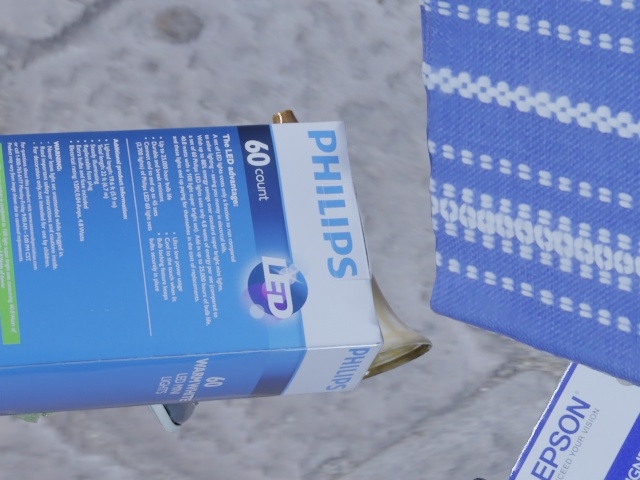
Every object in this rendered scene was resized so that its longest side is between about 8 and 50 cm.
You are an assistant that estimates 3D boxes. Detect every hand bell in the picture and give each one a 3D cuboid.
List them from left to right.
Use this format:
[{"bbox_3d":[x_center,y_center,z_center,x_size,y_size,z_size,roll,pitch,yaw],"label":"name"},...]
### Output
[{"bbox_3d":[0.000,0.000,1.734,0.126,0.126,0.242,-22,78,14],"label":"hand bell"}]

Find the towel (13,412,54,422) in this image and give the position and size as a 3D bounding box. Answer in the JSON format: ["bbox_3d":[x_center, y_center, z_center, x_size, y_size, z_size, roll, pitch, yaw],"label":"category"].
[{"bbox_3d":[-0.295,0.113,1.801,0.148,0.027,0.110,19,133,-20],"label":"towel"}]

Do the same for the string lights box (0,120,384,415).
[{"bbox_3d":[-0.108,0.015,1.033,0.260,0.077,0.133,-2,66,-14],"label":"string lights box"}]

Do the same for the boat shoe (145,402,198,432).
[{"bbox_3d":[-0.132,0.061,1.515,0.079,0.254,0.095,-36,52,-9],"label":"boat shoe"}]

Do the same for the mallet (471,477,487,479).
[{"bbox_3d":[0.102,0.161,0.895,0.039,0.190,0.062,-16,102,-8],"label":"mallet"}]

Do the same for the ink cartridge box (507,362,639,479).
[{"bbox_3d":[0.347,0.130,1.505,0.307,0.072,0.303,28,79,13],"label":"ink cartridge box"}]

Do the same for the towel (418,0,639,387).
[{"bbox_3d":[0.114,-0.112,0.419,0.243,0.040,0.336,17,119,41],"label":"towel"}]
